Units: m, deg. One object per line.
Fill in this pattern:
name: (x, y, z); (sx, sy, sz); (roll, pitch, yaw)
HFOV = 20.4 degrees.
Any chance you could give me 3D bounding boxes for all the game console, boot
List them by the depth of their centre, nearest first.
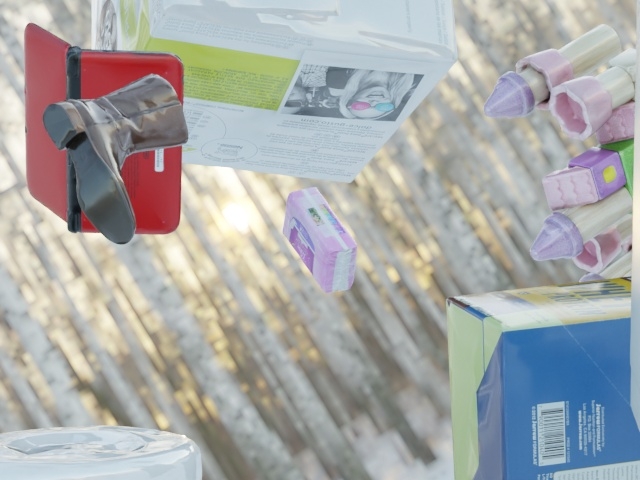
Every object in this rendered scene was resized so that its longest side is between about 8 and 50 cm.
boot: (-0.119, -0.057, 1.175); (0.037, 0.106, 0.114); (-28, -4, 35)
game console: (-0.165, -0.085, 1.343); (0.124, 0.144, 0.085); (1, 24, -4)

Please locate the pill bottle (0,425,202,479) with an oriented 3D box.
pill bottle: (-0.165, 0.295, 1.211); (0.176, 0.318, 0.176); (-1, 3, 0)

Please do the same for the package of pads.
package of pads: (0.000, 0.000, 1.475); (0.032, 0.083, 0.050); (-13, -45, -25)

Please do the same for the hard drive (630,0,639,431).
hard drive: (0.230, -0.023, 1.154); (0.040, 0.307, 0.203); (0, 8, 5)

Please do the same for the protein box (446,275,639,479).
protein box: (0.224, 0.144, 1.474); (0.201, 0.199, 0.136); (-6, 11, -15)

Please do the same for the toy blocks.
toy blocks: (0.328, -0.057, 1.928); (0.260, 0.288, 0.309); (-31, 26, -24)

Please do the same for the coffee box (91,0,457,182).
coffee box: (-0.072, -0.297, 2.058); (0.338, 0.337, 0.334); (5, -25, -19)
